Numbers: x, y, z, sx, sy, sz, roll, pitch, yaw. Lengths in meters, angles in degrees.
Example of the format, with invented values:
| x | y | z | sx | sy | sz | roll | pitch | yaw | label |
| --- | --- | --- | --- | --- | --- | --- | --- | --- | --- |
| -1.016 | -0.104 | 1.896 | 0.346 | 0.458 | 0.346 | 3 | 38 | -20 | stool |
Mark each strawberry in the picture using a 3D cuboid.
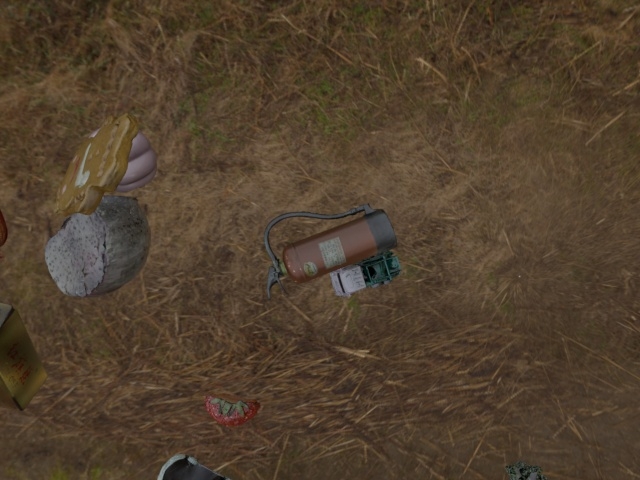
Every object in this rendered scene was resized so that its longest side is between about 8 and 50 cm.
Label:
| x | y | z | sx | sy | sz | roll | pitch | yaw | label |
| --- | --- | --- | --- | --- | --- | --- | --- | --- | --- |
| -0.243 | 0.458 | 1.413 | 0.147 | 0.187 | 0.082 | 15 | 82 | 8 | strawberry |

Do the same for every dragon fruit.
| x | y | z | sx | sy | sz | roll | pitch | yaw | label |
| --- | --- | --- | --- | --- | --- | --- | --- | --- | --- |
| -0.548 | 0.028 | 1.351 | 0.283 | 0.221 | 0.203 | -35 | 82 | 29 | dragon fruit |

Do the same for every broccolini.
| x | y | z | sx | sy | sz | roll | pitch | yaw | label |
| --- | --- | --- | --- | --- | --- | --- | --- | --- | --- |
| 0.342 | 0.513 | 0.903 | 0.071 | 0.058 | 0.254 | 13 | 90 | 57 | broccolini |

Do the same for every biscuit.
| x | y | z | sx | sy | sz | roll | pitch | yaw | label |
| --- | --- | --- | --- | --- | --- | --- | --- | --- | --- |
| -0.389 | -0.124 | 0.878 | 0.249 | 0.035 | 0.184 | -13 | 60 | 44 | biscuit |

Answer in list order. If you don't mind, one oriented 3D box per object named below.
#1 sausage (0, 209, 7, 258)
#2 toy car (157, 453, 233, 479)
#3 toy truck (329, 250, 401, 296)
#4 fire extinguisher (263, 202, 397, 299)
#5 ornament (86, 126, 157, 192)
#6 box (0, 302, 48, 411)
| x | y | z | sx | sy | sz | roll | pitch | yaw | label |
| --- | --- | --- | --- | --- | --- | --- | --- | --- | --- |
| -0.620 | -0.089 | 0.912 | 0.083 | 0.083 | 0.263 | -11 | 105 | 20 | sausage |
| -0.284 | 0.560 | 1.187 | 0.056 | 0.205 | 0.095 | 4 | 55 | 56 | toy car |
| 0.146 | 0.096 | 1.556 | 0.216 | 0.116 | 0.110 | -17 | 89 | -21 | toy truck |
| 0.002 | 0.006 | 1.400 | 0.376 | 0.113 | 0.200 | -23 | 66 | -2 | fire extinguisher |
| -0.512 | -0.206 | 1.316 | 0.178 | 0.177 | 0.177 | -2 | 86 | 21 | ornament |
| -0.505 | 0.135 | 0.683 | 0.240 | 0.071 | 0.159 | 12 | 134 | 5 | box |
